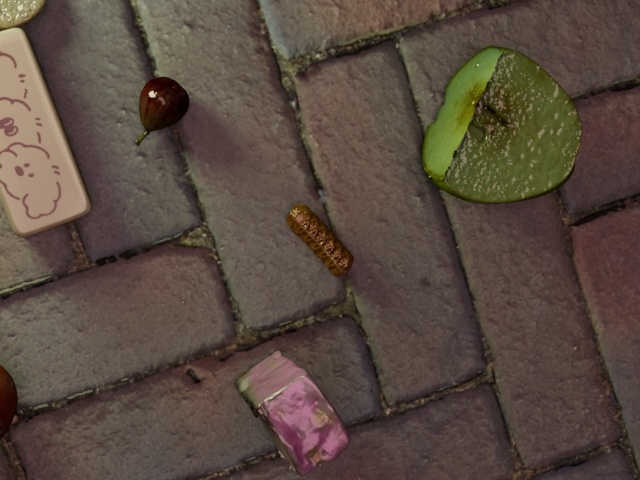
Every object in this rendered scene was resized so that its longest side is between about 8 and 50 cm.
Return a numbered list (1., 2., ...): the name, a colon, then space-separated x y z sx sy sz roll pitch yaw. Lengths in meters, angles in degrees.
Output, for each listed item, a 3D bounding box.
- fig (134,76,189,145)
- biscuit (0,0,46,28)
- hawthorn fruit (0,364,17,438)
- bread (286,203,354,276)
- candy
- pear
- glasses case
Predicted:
1. fig: -0.286 -0.221 1.861 0.088 0.089 0.125 32 116 -11
2. biscuit: -0.534 -0.424 1.800 0.152 0.020 0.152 2 76 -6
3. hawthorn fruit: -0.589 0.272 1.790 0.172 0.173 0.173 -1 95 -10
4. bread: 0.000 0.000 1.940 0.052 0.044 0.157 -42 100 2
5. candy: -0.054 0.296 1.845 0.115 0.265 0.156 -36 100 -10
6. pear: 0.342 -0.188 1.933 0.292 0.159 0.293 -1 99 -10
7. glasses case: -0.508 -0.182 1.815 0.144 0.076 0.337 -21 98 -8
